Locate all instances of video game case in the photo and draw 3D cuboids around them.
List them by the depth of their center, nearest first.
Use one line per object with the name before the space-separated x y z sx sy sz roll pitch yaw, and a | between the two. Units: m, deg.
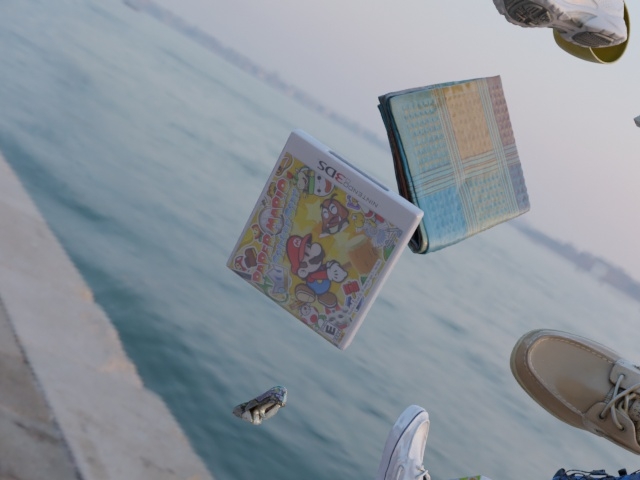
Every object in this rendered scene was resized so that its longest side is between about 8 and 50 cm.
video game case | 0.000 0.000 1.487 0.206 0.227 0.026 35 26 15

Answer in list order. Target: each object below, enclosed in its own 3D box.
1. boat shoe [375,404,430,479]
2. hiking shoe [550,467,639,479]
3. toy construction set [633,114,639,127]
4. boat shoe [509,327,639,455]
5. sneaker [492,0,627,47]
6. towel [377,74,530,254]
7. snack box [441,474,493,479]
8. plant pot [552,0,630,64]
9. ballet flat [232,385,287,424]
boat shoe | 0.147 0.413 1.920 0.084 0.258 0.095 14 -9 34
hiking shoe | 0.335 0.315 1.339 0.113 0.304 0.132 36 21 -52
toy construction set | 0.519 -0.088 1.398 0.327 0.215 0.151 55 23 -31
boat shoe | 0.418 0.220 1.502 0.341 0.121 0.110 29 -10 1
sneaker | 0.321 -0.342 1.516 0.232 0.115 0.090 14 -13 -34
towel | 0.238 -0.140 1.931 0.040 0.271 0.370 -9 7 40
snack box | 0.174 0.424 1.552 0.070 0.174 0.207 26 -25 -18
plant pot | 0.469 -0.375 1.975 0.134 0.134 0.095 26 -14 -38
ballet flat | -0.093 0.255 1.685 0.041 0.114 0.041 28 46 -33
